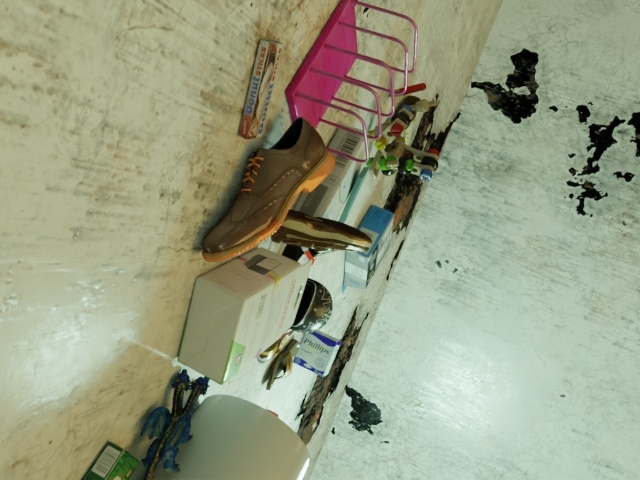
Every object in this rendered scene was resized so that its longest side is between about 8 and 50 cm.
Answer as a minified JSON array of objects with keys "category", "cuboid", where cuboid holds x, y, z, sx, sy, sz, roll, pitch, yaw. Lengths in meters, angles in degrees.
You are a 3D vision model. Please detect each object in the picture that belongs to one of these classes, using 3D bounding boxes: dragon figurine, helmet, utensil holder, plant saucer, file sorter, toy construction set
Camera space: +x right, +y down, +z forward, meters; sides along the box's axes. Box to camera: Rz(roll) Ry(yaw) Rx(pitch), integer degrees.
[{"category":"dragon figurine","cuboid":[-0.309,0.392,1.241,0.289,0.085,0.144,-64,169,-53]},{"category":"helmet","cuboid":[-0.044,0.182,1.728,0.169,0.162,0.169,-58,162,-31]},{"category":"utensil holder","cuboid":[-0.238,0.586,1.361,0.327,0.328,0.385,96,20,-47]},{"category":"plant saucer","cuboid":[0.090,-0.121,1.717,0.067,0.018,0.192,-58,174,-49]},{"category":"file sorter","cuboid":[0.081,-0.349,1.361,0.290,0.182,0.202,-62,163,-19]},{"category":"toy construction set","cuboid":[0.231,-0.333,1.972,0.257,0.237,0.308,18,76,-45]}]

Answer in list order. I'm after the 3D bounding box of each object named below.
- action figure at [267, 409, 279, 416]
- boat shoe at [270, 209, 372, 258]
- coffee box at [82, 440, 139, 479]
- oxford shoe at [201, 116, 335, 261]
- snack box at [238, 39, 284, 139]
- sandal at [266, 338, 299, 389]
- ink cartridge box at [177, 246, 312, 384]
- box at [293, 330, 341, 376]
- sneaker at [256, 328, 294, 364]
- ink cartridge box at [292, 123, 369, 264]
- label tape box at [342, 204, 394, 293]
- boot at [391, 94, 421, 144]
[{"category":"action figure","cuboid":[-0.195,0.710,2.036,0.280,0.139,0.091,-49,156,-42]},{"category":"boat shoe","cuboid":[-0.002,-0.003,1.512,0.095,0.257,0.095,-116,-135,-66]},{"category":"coffee box","cuboid":[-0.412,0.470,1.126,0.184,0.040,0.113,-60,165,-26]},{"category":"oxford shoe","cuboid":[-0.122,-0.105,1.218,0.363,0.130,0.132,-50,125,-30]},{"category":"snack box","cuboid":[-0.109,-0.275,1.127,0.064,0.022,0.178,-36,145,-64]},{"category":"sandal","cuboid":[-0.112,0.408,2.012,0.219,0.060,0.090,-45,153,-55]},{"category":"ink cartridge box","cuboid":[-0.156,0.145,1.380,0.353,0.119,0.207,-28,138,-65]},{"category":"box","cuboid":[-0.012,0.400,2.216,0.137,0.126,0.072,-68,163,1]},{"category":"sneaker","cuboid":[-0.128,0.279,1.785,0.185,0.069,0.084,-42,161,-44]},{"category":"ink cartridge box","cuboid":[0.045,-0.103,1.766,0.308,0.091,0.385,-62,163,-16]},{"category":"label tape box","cuboid":[0.189,0.057,2.445,0.240,0.106,0.333,-57,161,-31]},{"category":"boot","cuboid":[0.294,-0.402,2.209,0.165,0.077,0.213,98,18,-48]}]
